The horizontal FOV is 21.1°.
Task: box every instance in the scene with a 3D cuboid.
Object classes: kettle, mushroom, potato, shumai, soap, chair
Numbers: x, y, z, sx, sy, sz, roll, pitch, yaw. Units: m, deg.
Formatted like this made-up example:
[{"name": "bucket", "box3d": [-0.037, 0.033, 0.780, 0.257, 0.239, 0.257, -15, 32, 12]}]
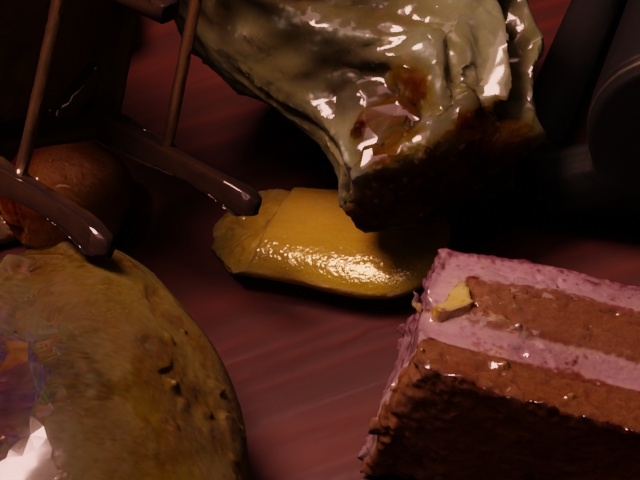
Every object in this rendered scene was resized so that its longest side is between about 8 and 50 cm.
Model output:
[{"name": "kettle", "box3d": [0.262, -0.158, 1.063, 0.262, 0.203, 0.308, 12, 55, 23]}, {"name": "mushroom", "box3d": [-0.189, -0.020, 1.146, 0.129, 0.073, 0.088, -20, 86, 4]}, {"name": "potato", "box3d": [-0.140, 0.129, 0.917, 0.210, 0.173, 0.307, -9, 48, 10]}, {"name": "shumai", "box3d": [0.009, -0.108, 1.089, 0.260, 0.225, 0.222, -13, 67, 59]}, {"name": "soap", "box3d": [0.000, 0.000, 1.096, 0.168, 0.033, 0.089, 4, 42, 20]}, {"name": "chair", "box3d": [-0.177, -0.142, 1.019, 0.319, 0.186, 0.160, 30, 28, 29]}]

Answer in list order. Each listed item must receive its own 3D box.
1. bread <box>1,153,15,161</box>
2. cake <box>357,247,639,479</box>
[{"name": "bread", "box3d": [-0.377, -0.167, 1.169, 0.307, 0.348, 0.348, 9, 49, 39]}, {"name": "cake", "box3d": [0.165, 0.075, 0.937, 0.295, 0.113, 0.116, 4, 50, 11]}]
